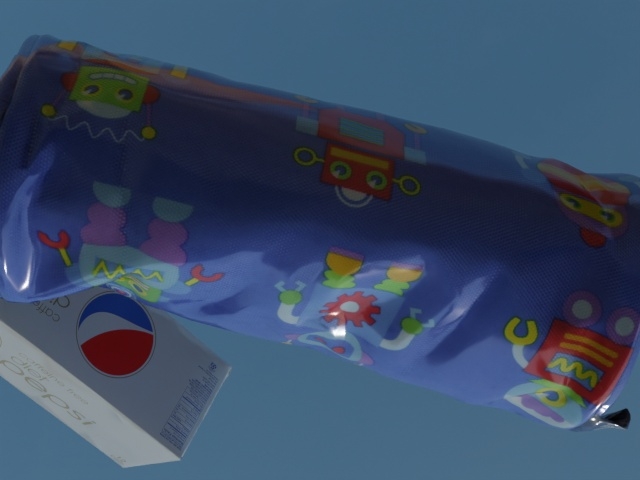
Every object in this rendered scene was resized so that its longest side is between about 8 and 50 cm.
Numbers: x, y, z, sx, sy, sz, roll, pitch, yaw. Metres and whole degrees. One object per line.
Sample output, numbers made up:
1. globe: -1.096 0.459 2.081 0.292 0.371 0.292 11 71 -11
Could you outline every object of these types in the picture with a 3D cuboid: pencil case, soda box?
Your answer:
1. pencil case: 0.000 0.000 0.484 0.306 0.133 0.119 14 -134 -7
2. soda box: -0.160 0.041 0.605 0.074 0.216 0.069 -21 -148 49
